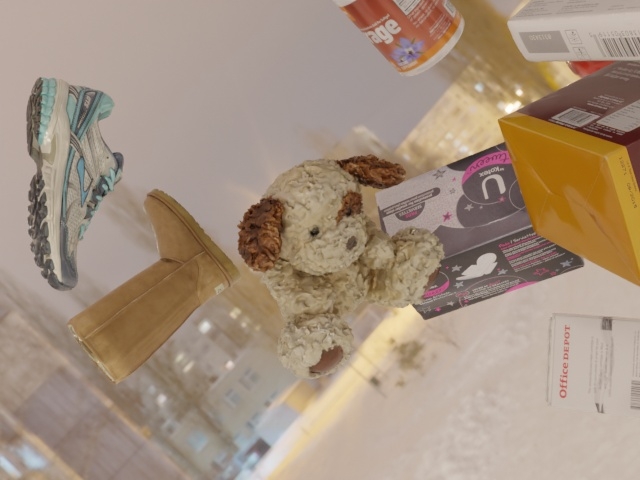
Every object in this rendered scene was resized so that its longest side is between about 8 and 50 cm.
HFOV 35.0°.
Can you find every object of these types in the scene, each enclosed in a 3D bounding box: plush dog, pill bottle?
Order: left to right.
[{"bbox_3d":[0.000,0.000,1.239,0.262,0.211,0.225,-35,-44,-27],"label":"plush dog"},{"bbox_3d":[0.091,-0.343,1.416,0.121,0.216,0.121,-38,24,21],"label":"pill bottle"}]

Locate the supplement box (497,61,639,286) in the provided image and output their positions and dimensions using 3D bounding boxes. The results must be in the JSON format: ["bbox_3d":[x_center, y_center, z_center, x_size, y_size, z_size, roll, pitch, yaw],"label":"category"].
[{"bbox_3d":[0.304,-0.080,0.926,0.194,0.129,0.191,-27,22,-9],"label":"supplement box"}]

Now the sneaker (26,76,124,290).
[{"bbox_3d":[-0.314,-0.075,1.327,0.122,0.282,0.110,2,-9,-25],"label":"sneaker"}]

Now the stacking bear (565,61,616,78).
[{"bbox_3d":[0.431,-0.333,1.406,0.164,0.175,0.289,-8,-27,-24],"label":"stacking bear"}]

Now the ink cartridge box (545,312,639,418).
[{"bbox_3d":[0.486,0.203,1.653,0.092,0.218,0.158,5,-92,-56],"label":"ink cartridge box"}]

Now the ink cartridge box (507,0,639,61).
[{"bbox_3d":[0.303,-0.244,0.907,0.225,0.056,0.181,-41,25,-17],"label":"ink cartridge box"}]

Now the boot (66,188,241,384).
[{"bbox_3d":[-0.300,0.065,1.658,0.269,0.236,0.089,-38,-23,-19],"label":"boot"}]

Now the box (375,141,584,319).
[{"bbox_3d":[0.222,-0.020,1.441,0.247,0.163,0.142,-20,-38,17],"label":"box"}]
